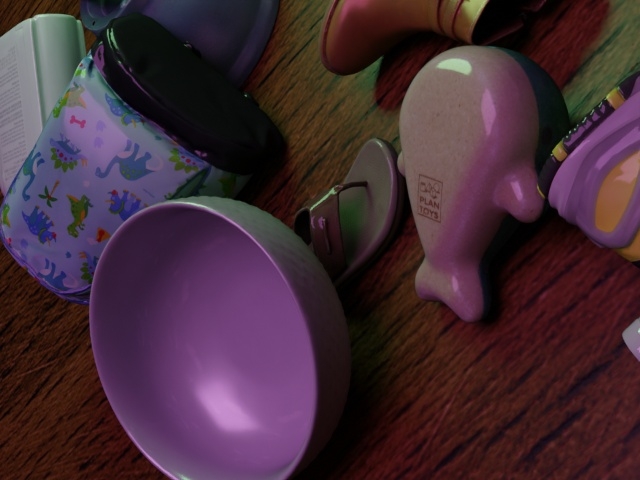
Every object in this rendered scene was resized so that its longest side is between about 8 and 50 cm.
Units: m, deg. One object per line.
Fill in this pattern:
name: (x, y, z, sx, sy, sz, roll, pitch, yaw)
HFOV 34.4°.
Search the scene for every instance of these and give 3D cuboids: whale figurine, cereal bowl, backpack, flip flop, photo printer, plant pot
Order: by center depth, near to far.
whale figurine: (0.167, -0.059, 1.047, 0.216, 0.141, 0.272, 24, 114, 55)
cereal bowl: (-0.099, 0.111, 1.174, 0.339, 0.141, 0.339, 9, 106, 33)
flip flop: (0.000, 0.000, 1.211, 0.277, 0.080, 0.112, -51, 43, 18)
backpack: (-0.272, -0.078, 1.415, 0.290, 0.273, 0.355, 43, 126, 7)
plant pot: (-0.230, -0.351, 1.538, 0.293, 0.196, 0.293, -23, 56, 38)
photo printer: (-0.463, -0.195, 1.716, 0.256, 0.107, 0.308, -9, 87, 55)

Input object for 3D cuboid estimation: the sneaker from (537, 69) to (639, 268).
sneaker: (0.367, -0.132, 0.868, 0.385, 0.145, 0.147, -46, 75, 18)

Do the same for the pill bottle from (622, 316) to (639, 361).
pill bottle: (0.319, 0.054, 0.844, 0.137, 0.078, 0.078, -47, 44, 21)

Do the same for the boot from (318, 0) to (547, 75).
boot: (0.133, -0.261, 1.181, 0.283, 0.109, 0.220, -41, 42, 10)
